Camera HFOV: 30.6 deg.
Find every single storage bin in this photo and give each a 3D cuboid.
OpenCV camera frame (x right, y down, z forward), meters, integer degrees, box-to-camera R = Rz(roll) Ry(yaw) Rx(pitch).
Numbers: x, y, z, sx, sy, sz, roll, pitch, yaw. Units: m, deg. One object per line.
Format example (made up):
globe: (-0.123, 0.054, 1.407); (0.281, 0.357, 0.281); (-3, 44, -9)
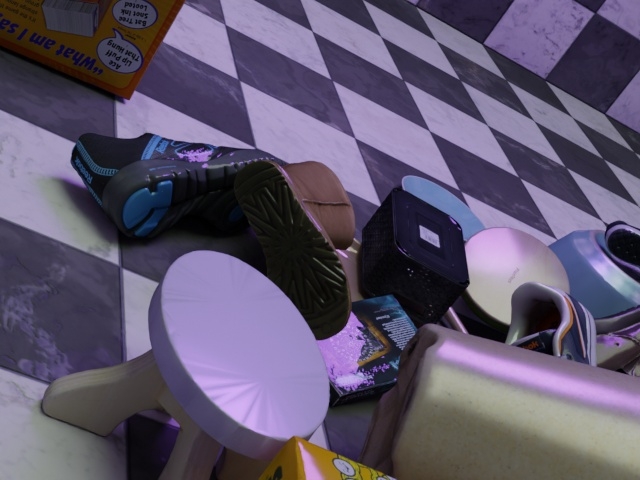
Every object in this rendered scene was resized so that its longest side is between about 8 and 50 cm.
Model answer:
storage bin: (0.130, 0.020, 1.628); (0.122, 0.084, 0.180); (29, 27, -15)

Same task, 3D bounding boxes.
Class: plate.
plate: (0.216, -0.048, 2.071); (0.188, 0.024, 0.188); (30, 24, -15)

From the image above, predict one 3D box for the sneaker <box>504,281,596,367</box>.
sneaker: (0.296, 0.198, 1.497); (0.127, 0.126, 0.321); (35, 38, -38)

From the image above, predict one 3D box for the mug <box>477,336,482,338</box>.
mug: (0.189, 0.153, 1.589); (0.064, 0.078, 0.062); (11, 43, -29)

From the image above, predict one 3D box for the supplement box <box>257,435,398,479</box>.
supplement box: (0.086, 0.341, 0.927); (0.357, 0.195, 0.194); (26, 25, -20)

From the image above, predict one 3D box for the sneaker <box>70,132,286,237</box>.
sneaker: (-0.169, -0.091, 1.504); (0.140, 0.125, 0.341); (41, 21, 25)

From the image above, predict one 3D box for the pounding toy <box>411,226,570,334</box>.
pounding toy: (0.258, 0.091, 1.798); (0.237, 0.110, 0.183); (-20, 65, -28)

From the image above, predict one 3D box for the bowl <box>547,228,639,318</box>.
bowl: (0.478, 0.097, 1.975); (0.312, 0.163, 0.311); (28, 24, -14)

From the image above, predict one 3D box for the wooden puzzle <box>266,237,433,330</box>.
wooden puzzle: (0.043, 0.081, 1.574); (0.221, 0.044, 0.238); (36, 27, 0)

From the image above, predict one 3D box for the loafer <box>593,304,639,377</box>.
loafer: (0.454, 0.177, 1.753); (0.366, 0.134, 0.130); (-11, 72, -19)

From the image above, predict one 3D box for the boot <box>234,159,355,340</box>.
boot: (0.000, 0.000, 1.471); (0.236, 0.089, 0.269); (69, 14, 4)

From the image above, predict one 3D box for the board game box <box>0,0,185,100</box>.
board game box: (-0.371, -0.490, 1.696); (0.357, 0.356, 0.356); (22, 26, -28)

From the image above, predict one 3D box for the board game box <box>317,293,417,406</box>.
board game box: (0.053, 0.132, 1.441); (0.186, 0.026, 0.126); (-7, 53, -43)

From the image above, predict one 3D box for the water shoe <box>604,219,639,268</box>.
water shoe: (0.558, 0.029, 1.914); (0.203, 0.073, 0.080); (34, 21, -3)

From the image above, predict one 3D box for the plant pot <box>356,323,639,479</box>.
plant pot: (0.204, 0.239, 1.186); (0.306, 0.333, 0.334); (22, 24, -2)

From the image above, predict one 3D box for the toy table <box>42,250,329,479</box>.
toy table: (-0.110, 0.144, 1.085); (0.252, 0.161, 0.274); (30, 23, -11)
